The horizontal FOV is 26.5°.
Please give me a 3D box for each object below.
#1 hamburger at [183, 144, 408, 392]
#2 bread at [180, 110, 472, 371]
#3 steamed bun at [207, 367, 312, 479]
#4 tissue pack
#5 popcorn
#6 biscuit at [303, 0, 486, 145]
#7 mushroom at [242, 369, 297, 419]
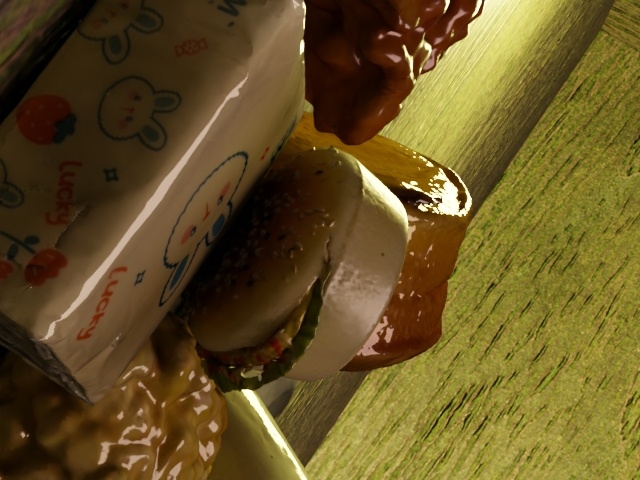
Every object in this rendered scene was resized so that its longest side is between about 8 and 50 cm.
[{"bbox_3d":[-0.018,0.016,0.713,0.126,0.081,0.141,8,-107,65],"label":"hamburger"},{"bbox_3d":[0.000,0.000,0.909,0.270,0.195,0.142,-34,144,-72],"label":"bread"},{"bbox_3d":[-0.109,0.208,1.009,0.155,0.200,0.250,-14,143,-32],"label":"steamed bun"},{"bbox_3d":[-0.089,-0.033,0.640,0.196,0.092,0.148,-57,171,-15],"label":"tissue pack"},{"bbox_3d":[-0.123,0.104,0.776,0.163,0.140,0.194,-59,170,-30],"label":"popcorn"},{"bbox_3d":[0.088,-0.242,0.848,0.318,0.110,0.312,-53,168,-28],"label":"biscuit"},{"bbox_3d":[-0.047,0.045,1.097,0.118,0.103,0.270,-39,153,-63],"label":"mushroom"}]
